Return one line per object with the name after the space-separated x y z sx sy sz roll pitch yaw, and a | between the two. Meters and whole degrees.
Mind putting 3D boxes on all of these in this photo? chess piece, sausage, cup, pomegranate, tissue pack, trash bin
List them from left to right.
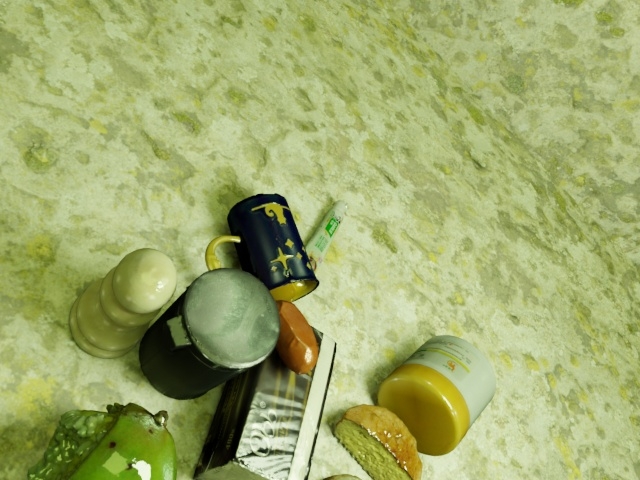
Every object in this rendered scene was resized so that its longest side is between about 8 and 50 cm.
-0.390 0.440 1.084 0.260 0.260 0.340 34 78 -16 | pomegranate
-0.378 0.114 1.237 0.167 0.300 0.167 20 54 -29 | chess piece
-0.242 0.203 1.288 0.252 0.301 0.202 -14 75 -38 | trash bin
-0.146 0.017 1.531 0.255 0.178 0.256 17 48 -62 | cup
-0.104 0.361 1.363 0.198 0.210 0.369 29 49 -15 | tissue pack
-0.062 0.195 1.299 0.089 0.089 0.179 -9 56 -40 | sausage

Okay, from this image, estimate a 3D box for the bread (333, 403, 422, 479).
0.155 0.497 1.535 0.260 0.129 0.134 52 45 -3 | bread

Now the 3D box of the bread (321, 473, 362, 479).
0.060 0.649 1.411 0.236 0.070 0.236 19 53 -27 | bread

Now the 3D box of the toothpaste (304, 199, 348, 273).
0.000 0.000 1.766 0.058 0.056 0.314 13 49 19 | toothpaste

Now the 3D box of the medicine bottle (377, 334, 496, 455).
0.306 0.399 1.629 0.232 0.238 0.237 -31 86 -45 | medicine bottle
